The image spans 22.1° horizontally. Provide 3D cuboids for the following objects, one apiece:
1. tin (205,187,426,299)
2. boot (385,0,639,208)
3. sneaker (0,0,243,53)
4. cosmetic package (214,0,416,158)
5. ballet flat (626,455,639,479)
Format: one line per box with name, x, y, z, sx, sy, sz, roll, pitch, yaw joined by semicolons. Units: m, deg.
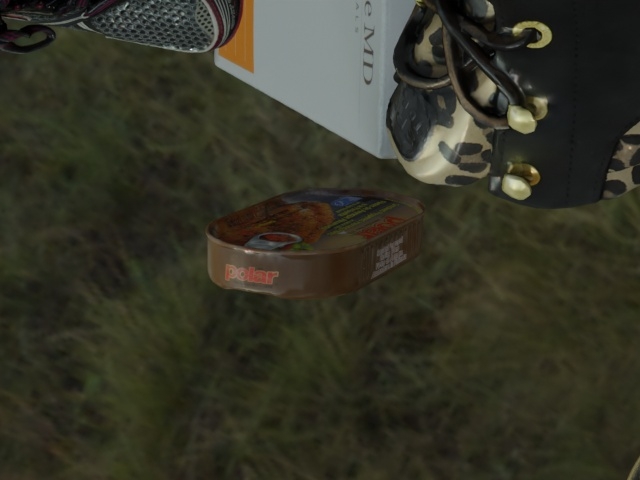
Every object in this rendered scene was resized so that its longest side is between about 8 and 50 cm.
tin;0.000;0.000;1.062;0.106;0.189;0.040;4;104;27
boot;0.057;-0.125;0.632;0.377;0.284;0.138;-23;57;-18
sneaker;-0.172;-0.142;0.858;0.121;0.299;0.112;-32;58;45
cosmetic package;0.045;-0.222;1.363;0.453;0.161;0.230;-144;54;-66
ballet flat;0.276;0.207;1.335;0.080;0.073;0.232;38;106;0
